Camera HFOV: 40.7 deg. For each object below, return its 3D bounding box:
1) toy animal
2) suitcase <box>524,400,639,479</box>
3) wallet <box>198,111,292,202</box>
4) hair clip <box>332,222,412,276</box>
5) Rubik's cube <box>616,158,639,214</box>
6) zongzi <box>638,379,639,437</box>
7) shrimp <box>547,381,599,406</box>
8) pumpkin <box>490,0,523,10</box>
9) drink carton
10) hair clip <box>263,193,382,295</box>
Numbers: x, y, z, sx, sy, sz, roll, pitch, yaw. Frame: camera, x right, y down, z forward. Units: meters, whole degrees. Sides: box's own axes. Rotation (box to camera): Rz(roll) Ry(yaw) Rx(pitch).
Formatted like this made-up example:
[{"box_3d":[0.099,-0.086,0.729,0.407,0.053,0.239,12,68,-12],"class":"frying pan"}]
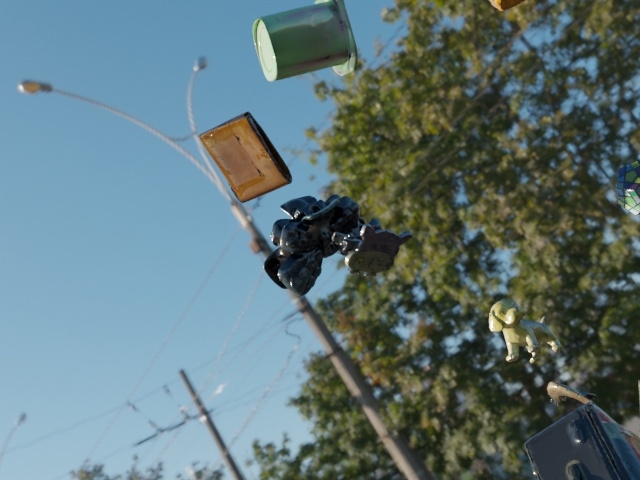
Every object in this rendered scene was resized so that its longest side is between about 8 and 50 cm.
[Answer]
[{"box_3d":[0.604,0.271,2.559,0.233,0.168,0.121,21,-43,-32],"class":"toy animal"},{"box_3d":[0.492,0.467,1.355,0.194,0.434,0.283,-39,-61,16],"class":"suitcase"},{"box_3d":[-0.169,-0.188,1.965,0.161,0.195,0.042,-18,26,36],"class":"wallet"},{"box_3d":[0.114,0.022,2.048,0.187,0.056,0.146,16,-61,-28],"class":"hair clip"},{"box_3d":[0.718,-0.121,1.915,0.112,0.133,0.133,5,-5,24],"class":"Rubik's cube"},{"box_3d":[0.848,0.529,2.244,0.138,0.300,0.286,-32,-12,-48],"class":"zongzi"},{"box_3d":[0.729,0.456,2.499,0.219,0.152,0.046,65,-133,-67],"class":"shrimp"},{"box_3d":[0.383,-0.562,1.680,0.290,0.095,0.258,8,-45,-28],"class":"pumpkin"},{"box_3d":[-0.031,-0.337,1.474,0.142,0.144,0.146,-19,7,-16],"class":"drink carton"},{"box_3d":[0.001,-0.007,2.172,0.310,0.206,0.194,-27,18,-23],"class":"hair clip"}]
